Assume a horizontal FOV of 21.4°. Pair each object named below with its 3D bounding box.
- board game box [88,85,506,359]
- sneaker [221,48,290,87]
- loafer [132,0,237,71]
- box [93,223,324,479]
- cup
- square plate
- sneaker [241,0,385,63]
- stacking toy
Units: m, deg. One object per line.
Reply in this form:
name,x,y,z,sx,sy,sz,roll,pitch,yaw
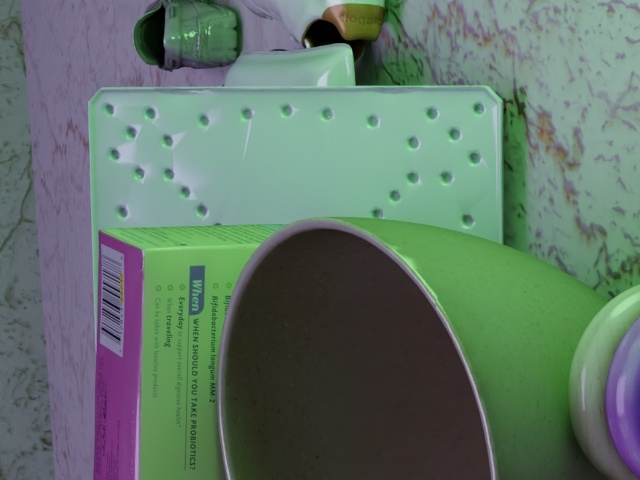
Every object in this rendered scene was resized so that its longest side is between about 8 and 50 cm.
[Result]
board game box,-0.020,0.056,1.524,0.050,0.390,0.390,-18,-72,-68
sneaker,-0.080,-0.088,1.992,0.286,0.109,0.130,-70,-15,12
loafer,-0.204,-0.286,2.308,0.319,0.111,0.112,-161,69,-69
box,-0.053,0.099,1.381,0.117,0.243,0.213,-161,71,-64
cup,0.110,0.135,1.234,0.331,0.237,0.331,17,110,54
square plate,-0.038,-0.026,1.762,0.344,0.049,0.347,-167,73,-69
sneaker,-0.016,-0.237,1.781,0.290,0.106,0.123,-176,86,-69
stacking toy,0.284,0.102,0.963,0.330,0.141,0.141,-174,81,-65
